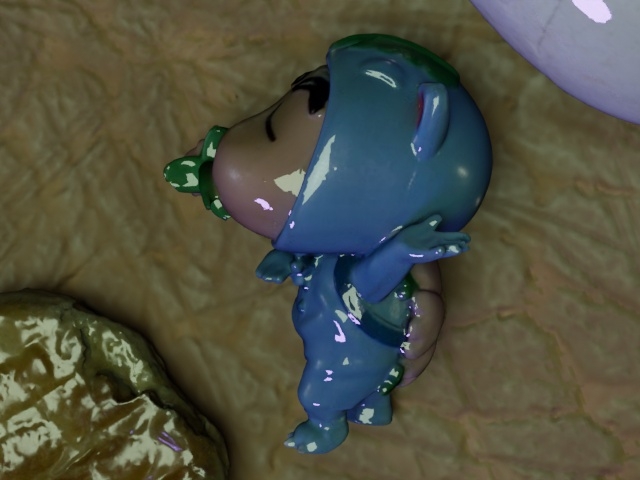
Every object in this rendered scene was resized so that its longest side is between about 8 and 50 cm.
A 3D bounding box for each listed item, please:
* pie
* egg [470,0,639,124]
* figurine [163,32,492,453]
[{"bbox_3d":[-0.130,0.115,0.917,0.195,0.046,0.195,2,99,11],"label":"pie"},{"bbox_3d":[0.123,-0.133,0.787,0.209,0.151,0.151,38,102,7],"label":"egg"},{"bbox_3d":[-0.003,-0.002,0.854,0.144,0.114,0.178,8,107,10],"label":"figurine"}]
